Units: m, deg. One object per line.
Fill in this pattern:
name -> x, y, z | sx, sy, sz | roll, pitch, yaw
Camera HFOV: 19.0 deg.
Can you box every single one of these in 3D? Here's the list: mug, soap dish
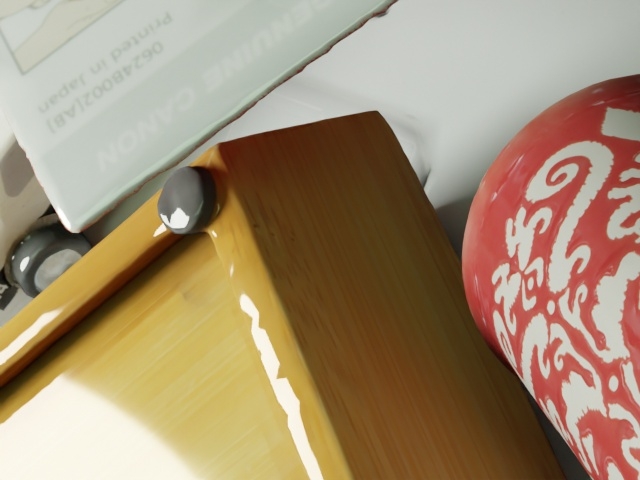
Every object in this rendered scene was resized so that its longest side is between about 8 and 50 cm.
mug -> 0.123, 0.043, 0.524 | 0.113, 0.150, 0.169 | -40, 20, 7
soap dish -> -0.056, 0.119, 0.667 | 0.291, 0.118, 0.229 | -39, 56, 24

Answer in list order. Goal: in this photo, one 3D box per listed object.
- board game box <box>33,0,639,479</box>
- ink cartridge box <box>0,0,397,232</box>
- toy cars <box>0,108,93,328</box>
board game box -> 0.000, 0.000, 0.771 | 0.390, 0.050, 0.390 | -29, 59, 28
ink cartridge box -> -0.018, -0.194, 0.738 | 0.308, 0.091, 0.385 | -36, 50, 5
toy cars -> -0.204, -0.040, 0.856 | 0.393, 0.087, 0.176 | -14, 68, 35
